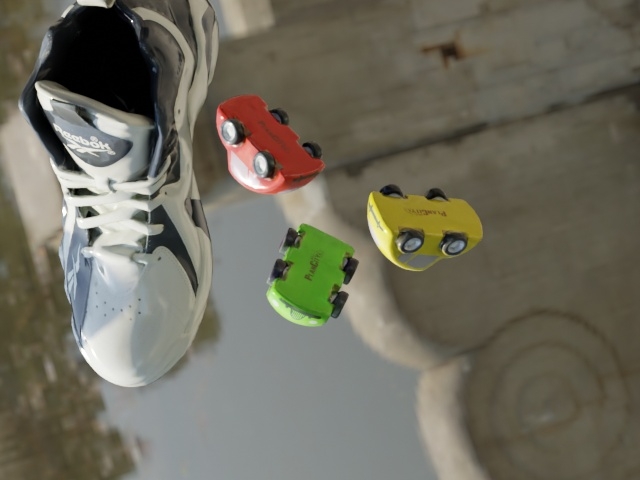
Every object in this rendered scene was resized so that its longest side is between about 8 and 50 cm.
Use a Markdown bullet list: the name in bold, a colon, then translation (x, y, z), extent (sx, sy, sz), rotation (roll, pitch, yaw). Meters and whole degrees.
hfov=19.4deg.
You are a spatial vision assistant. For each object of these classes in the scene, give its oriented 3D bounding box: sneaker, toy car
- **sneaker**: translation (-0.115, -0.034, 1.014), extent (0.153, 0.094, 0.235), rotation (-1, -77, -74)
- **toy car**: translation (0.000, 0.000, 1.467), extent (0.053, 0.239, 0.225), rotation (-62, 3, 37)
